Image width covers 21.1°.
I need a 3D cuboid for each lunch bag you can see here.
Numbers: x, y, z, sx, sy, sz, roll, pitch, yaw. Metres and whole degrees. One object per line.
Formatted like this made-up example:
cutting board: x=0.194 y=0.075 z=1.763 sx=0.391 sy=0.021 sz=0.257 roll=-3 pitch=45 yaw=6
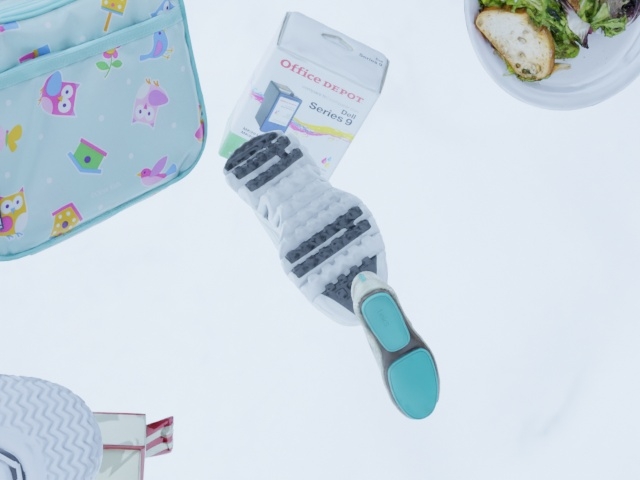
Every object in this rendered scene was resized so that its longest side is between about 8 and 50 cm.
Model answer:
lunch bag: x=-0.234 y=-0.121 z=1.484 sx=0.279 sy=0.224 sz=0.108 roll=-28 pitch=34 yaw=-36

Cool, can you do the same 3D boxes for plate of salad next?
plate of salad: x=0.211 y=-0.203 z=1.407 sx=0.200 sy=0.199 sz=0.048 roll=5 pitch=12 yaw=-22

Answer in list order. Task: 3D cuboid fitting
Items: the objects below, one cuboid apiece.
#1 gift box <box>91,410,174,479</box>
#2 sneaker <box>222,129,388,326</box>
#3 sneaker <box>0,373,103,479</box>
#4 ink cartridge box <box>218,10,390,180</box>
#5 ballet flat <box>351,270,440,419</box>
gift box: x=-0.289 y=0.306 z=1.816 sx=0.255 sy=0.276 sz=0.258 roll=5 pitch=46 yaw=-10
sneaker: x=0.000 y=0.000 z=1.811 sx=0.110 sy=0.118 sz=0.292 roll=-30 pitch=43 yaw=-4
sneaker: x=-0.321 y=0.209 z=1.229 sx=0.366 sy=0.210 sz=0.137 roll=-26 pitch=79 yaw=-5
ink cartridge box: x=-0.023 y=-0.180 z=2.291 sx=0.154 sy=0.212 sz=0.093 roll=25 pitch=40 yaw=-10
ballet flat: x=0.073 y=0.098 z=1.657 sx=0.057 sy=0.168 sz=0.052 roll=-24 pitch=31 yaw=-4
